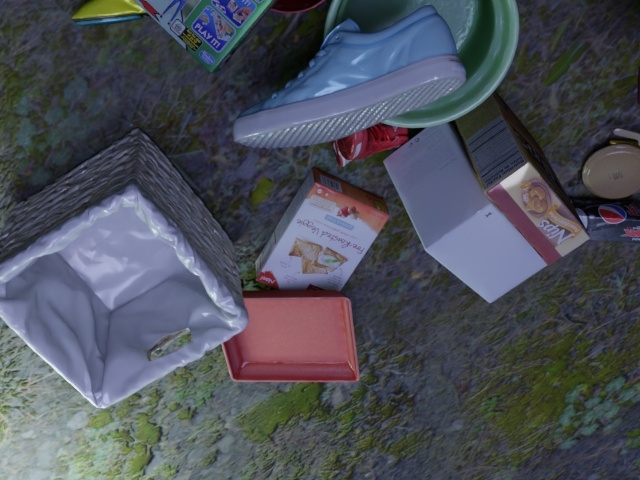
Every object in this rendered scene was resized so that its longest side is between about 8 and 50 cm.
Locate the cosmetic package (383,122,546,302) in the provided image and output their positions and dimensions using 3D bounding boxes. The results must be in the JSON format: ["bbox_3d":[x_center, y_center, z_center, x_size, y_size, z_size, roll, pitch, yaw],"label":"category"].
[{"bbox_3d":[0.248,-0.049,1.700,0.138,0.224,0.224,-38,135,16],"label":"cosmetic package"}]

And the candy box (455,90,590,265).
[{"bbox_3d":[0.319,-0.120,1.641,0.087,0.316,0.183,-37,118,17],"label":"candy box"}]

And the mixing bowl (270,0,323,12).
[{"bbox_3d":[-0.039,-0.441,1.524,0.181,0.098,0.181,3,105,12],"label":"mixing bowl"}]

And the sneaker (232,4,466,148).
[{"bbox_3d":[0.030,-0.245,1.496,0.366,0.150,0.135,-16,167,15],"label":"sneaker"}]

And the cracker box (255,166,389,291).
[{"bbox_3d":[0.000,0.000,1.831,0.156,0.067,0.232,23,117,-18],"label":"cracker box"}]

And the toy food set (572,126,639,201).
[{"bbox_3d":[0.544,-0.128,1.827,0.132,0.038,0.192,16,130,-9],"label":"toy food set"}]

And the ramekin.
[{"bbox_3d":[0.149,-0.346,1.585,0.303,0.148,0.303,-2,122,-4],"label":"ramekin"}]

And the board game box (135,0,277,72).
[{"bbox_3d":[-0.207,-0.437,1.488,0.317,0.046,0.213,43,111,-1],"label":"board game box"}]

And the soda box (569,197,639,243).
[{"bbox_3d":[0.529,-0.036,1.845,0.169,0.053,0.060,4,131,1],"label":"soda box"}]

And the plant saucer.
[{"bbox_3d":[-0.060,0.176,1.899,0.258,0.047,0.259,-1,136,7],"label":"plant saucer"}]

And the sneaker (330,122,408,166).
[{"bbox_3d":[0.085,-0.187,1.663,0.128,0.221,0.087,-21,92,-5],"label":"sneaker"}]

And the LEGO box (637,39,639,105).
[{"bbox_3d":[0.613,-0.471,1.408,0.193,0.372,0.500,15,129,32],"label":"LEGO box"}]

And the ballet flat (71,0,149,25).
[{"bbox_3d":[-0.276,-0.380,1.578,0.231,0.077,0.077,-2,100,-7],"label":"ballet flat"}]

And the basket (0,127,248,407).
[{"bbox_3d":[-0.340,0.046,1.711,0.328,0.266,0.331,-30,119,13],"label":"basket"}]
